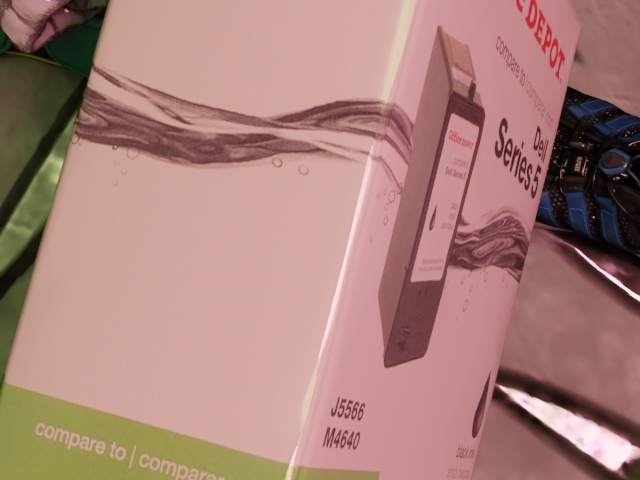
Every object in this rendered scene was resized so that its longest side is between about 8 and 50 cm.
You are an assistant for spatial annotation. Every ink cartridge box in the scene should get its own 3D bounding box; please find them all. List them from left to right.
[{"bbox_3d":[0.000,0.000,0.441,0.115,0.198,0.272,12,84,24],"label":"ink cartridge box"}]

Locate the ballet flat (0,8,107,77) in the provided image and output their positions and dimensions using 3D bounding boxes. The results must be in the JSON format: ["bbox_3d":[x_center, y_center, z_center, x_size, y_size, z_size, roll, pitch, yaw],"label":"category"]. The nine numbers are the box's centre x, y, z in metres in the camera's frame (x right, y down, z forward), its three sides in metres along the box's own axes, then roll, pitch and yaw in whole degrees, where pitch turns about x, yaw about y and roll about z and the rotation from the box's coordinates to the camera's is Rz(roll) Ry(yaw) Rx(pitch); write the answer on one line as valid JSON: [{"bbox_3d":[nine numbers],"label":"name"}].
[{"bbox_3d":[-0.130,-0.122,0.547,0.231,0.077,0.077,17,58,-3],"label":"ballet flat"}]

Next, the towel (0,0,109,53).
[{"bbox_3d":[-0.087,-0.248,0.503,0.284,0.121,0.235,-40,81,-26],"label":"towel"}]

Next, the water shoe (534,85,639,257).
[{"bbox_3d":[0.141,-0.034,0.536,0.203,0.080,0.072,23,79,1],"label":"water shoe"}]
